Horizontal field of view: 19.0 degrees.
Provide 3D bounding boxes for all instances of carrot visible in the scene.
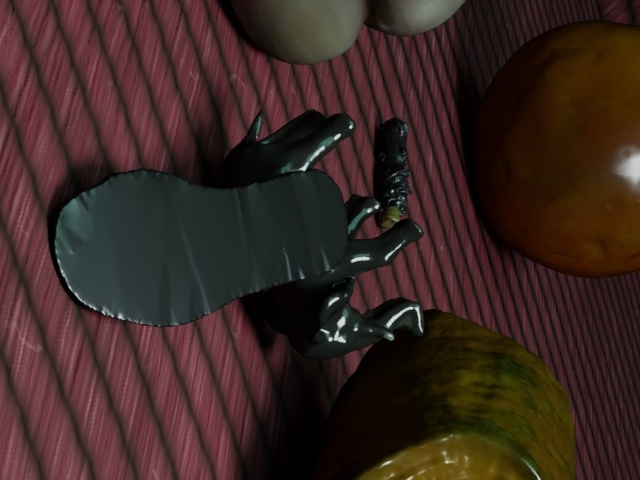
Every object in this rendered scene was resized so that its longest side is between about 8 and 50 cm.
[{"bbox_3d":[0.101,0.228,1.635,0.341,0.241,0.241,-70,143,-62],"label":"carrot"}]

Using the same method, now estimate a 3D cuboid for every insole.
[{"bbox_3d":[-0.082,-0.002,1.450,0.348,0.009,0.119,-11,93,-54],"label":"insole"}]

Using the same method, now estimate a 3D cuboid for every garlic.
[{"bbox_3d":[0.024,-0.297,1.773,0.340,0.231,0.246,47,38,-67],"label":"garlic"}]

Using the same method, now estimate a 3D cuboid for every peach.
[{"bbox_3d":[0.355,-0.122,2.522,0.343,0.301,0.343,-7,90,-67],"label":"peach"}]

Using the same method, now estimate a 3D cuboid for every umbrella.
[{"bbox_3d":[0.080,-0.073,2.091,0.037,0.040,0.144,69,19,-50],"label":"umbrella"}]

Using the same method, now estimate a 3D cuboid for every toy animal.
[{"bbox_3d":[-0.001,0.002,1.644,0.245,0.146,0.114,52,-21,-6],"label":"toy animal"}]
